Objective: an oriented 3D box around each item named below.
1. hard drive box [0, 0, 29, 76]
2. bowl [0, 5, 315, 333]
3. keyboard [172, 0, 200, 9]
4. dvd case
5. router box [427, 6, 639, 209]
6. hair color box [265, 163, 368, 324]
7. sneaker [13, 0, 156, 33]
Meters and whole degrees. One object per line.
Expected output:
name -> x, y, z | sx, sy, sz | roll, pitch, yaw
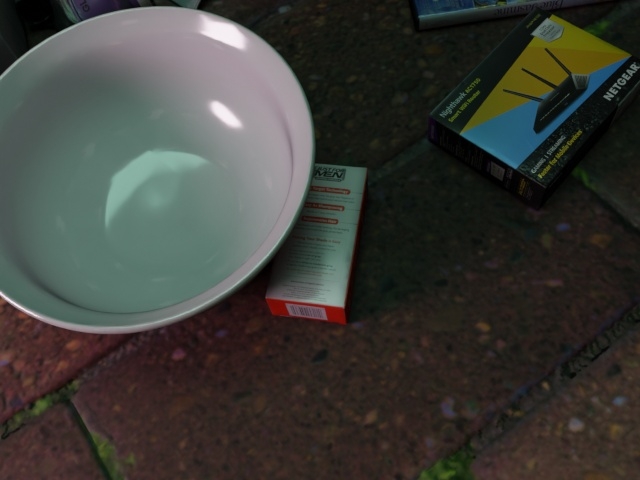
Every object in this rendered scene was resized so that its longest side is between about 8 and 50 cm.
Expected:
hard drive box -> -0.438, -0.244, 0.764 | 0.181, 0.089, 0.232 | -22, 59, -6
bowl -> -0.147, -0.046, 0.602 | 0.298, 0.134, 0.297 | -1, 67, 3
keyboard -> -0.226, -0.364, 0.834 | 0.256, 0.014, 0.072 | 37, 114, 22
dvd case -> 0.218, -0.330, 0.784 | 0.253, 0.022, 0.180 | -8, 61, 2
router box -> 0.211, -0.133, 0.665 | 0.133, 0.046, 0.179 | 37, 72, 22
hair color box -> 0.000, 0.000, 0.618 | 0.072, 0.043, 0.141 | 7, 64, 10
sneaker -> -0.325, -0.325, 0.796 | 0.124, 0.107, 0.283 | -42, 66, -9
